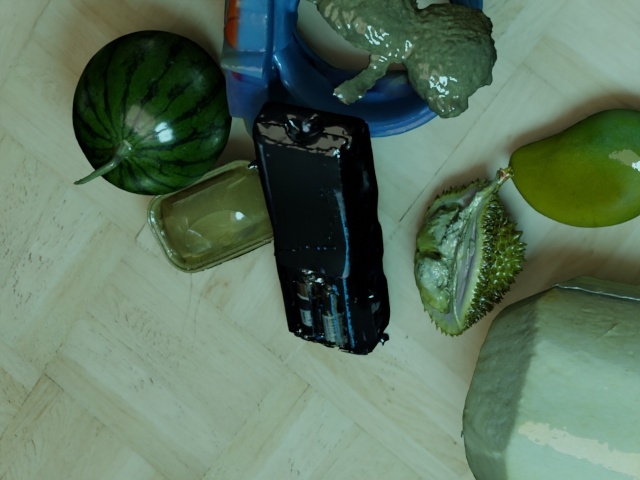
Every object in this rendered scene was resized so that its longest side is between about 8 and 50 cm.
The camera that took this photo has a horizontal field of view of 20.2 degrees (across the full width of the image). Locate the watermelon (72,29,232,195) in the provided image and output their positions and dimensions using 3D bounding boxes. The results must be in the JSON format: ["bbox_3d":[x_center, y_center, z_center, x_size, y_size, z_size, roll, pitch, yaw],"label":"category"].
[{"bbox_3d":[-0.196,-0.143,2.061,0.188,0.215,0.188,7,117,14],"label":"watermelon"}]

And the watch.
[{"bbox_3d":[0.037,-0.209,1.954,0.274,0.241,0.305,1,122,7],"label":"watch"}]

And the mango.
[{"bbox_3d":[0.304,-0.075,1.963,0.191,0.085,0.122,-22,106,38],"label":"mango"}]

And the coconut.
[{"bbox_3d":[0.320,0.194,1.936,0.323,0.323,0.323,7,111,19],"label":"coconut"}]

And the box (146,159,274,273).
[{"bbox_3d":[-0.120,-0.033,2.133,0.177,0.111,0.111,-23,99,27],"label":"box"}]

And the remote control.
[{"bbox_3d":[0.000,0.000,2.014,0.144,0.062,0.399,11,144,16],"label":"remote control"}]

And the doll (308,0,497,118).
[{"bbox_3d":[0.042,-0.225,1.798,0.091,0.286,0.203,146,124,-65],"label":"doll"}]

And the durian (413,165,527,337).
[{"bbox_3d":[0.175,0.000,2.029,0.146,0.102,0.208,47,127,43],"label":"durian"}]
